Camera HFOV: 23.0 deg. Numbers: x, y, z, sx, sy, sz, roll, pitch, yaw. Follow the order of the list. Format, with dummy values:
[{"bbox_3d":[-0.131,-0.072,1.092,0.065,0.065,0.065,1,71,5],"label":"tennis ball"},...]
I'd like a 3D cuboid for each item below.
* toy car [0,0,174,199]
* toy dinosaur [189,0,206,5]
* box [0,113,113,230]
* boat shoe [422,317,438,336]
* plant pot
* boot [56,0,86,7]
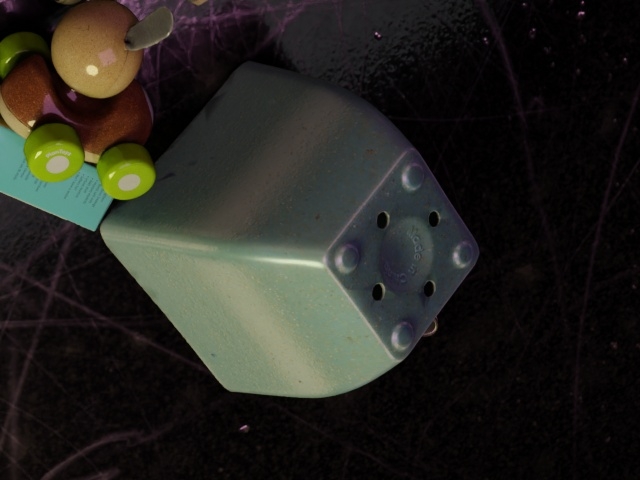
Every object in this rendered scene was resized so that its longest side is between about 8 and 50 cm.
[{"bbox_3d":[-0.187,-0.161,1.409,0.149,0.155,0.188,14,129,-39],"label":"toy car"},{"bbox_3d":[-0.014,-0.322,1.502,0.118,0.064,0.268,26,103,-15],"label":"toy dinosaur"},{"bbox_3d":[-0.310,-0.095,1.459,0.244,0.100,0.060,24,103,-30],"label":"box"},{"bbox_3d":[0.087,0.076,1.743,0.125,0.038,0.046,37,96,-32],"label":"boat shoe"},{"bbox_3d":[0.000,0.000,1.501,0.247,0.252,0.248,-52,126,-24],"label":"plant pot"},{"bbox_3d":[-0.267,-0.324,1.373,0.178,0.085,0.236,4,119,-26],"label":"boot"}]
